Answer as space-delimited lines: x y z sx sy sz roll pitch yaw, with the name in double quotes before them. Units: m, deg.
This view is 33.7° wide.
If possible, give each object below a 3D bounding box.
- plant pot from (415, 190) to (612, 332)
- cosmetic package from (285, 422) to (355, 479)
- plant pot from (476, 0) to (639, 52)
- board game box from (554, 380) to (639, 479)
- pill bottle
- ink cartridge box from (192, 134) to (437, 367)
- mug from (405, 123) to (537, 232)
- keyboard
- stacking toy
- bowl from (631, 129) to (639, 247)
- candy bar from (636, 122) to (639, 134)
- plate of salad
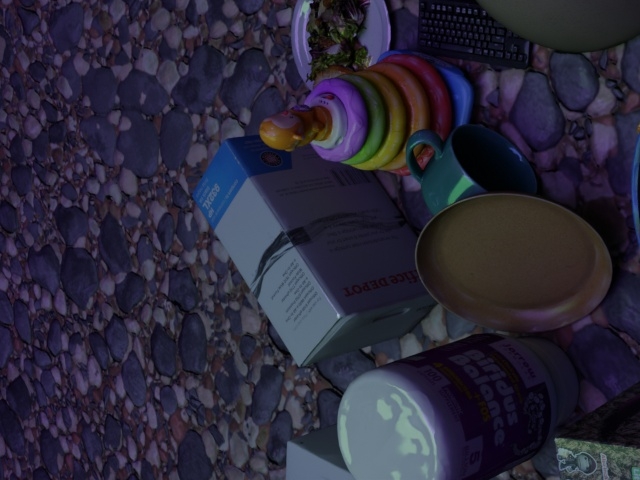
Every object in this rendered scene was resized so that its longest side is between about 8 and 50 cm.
"plant pot" 0.235 0.023 1.288 0.236 0.032 0.236 10 135 10
"cosmetic package" 0.067 0.416 1.547 0.224 0.138 0.224 18 109 42
"plant pot" 0.250 -0.354 1.155 0.284 0.191 0.284 5 98 41
"board game box" 0.428 0.241 1.069 0.291 0.232 0.141 -1 102 45
"pill bottle" 0.178 0.204 1.273 0.169 0.302 0.169 12 107 44
"ink cartridge box" 0.000 0.000 1.471 0.307 0.223 0.129 56 132 22
"mug" 0.183 -0.077 1.332 0.157 0.129 0.097 48 132 12
"keyboard" 0.198 -0.285 1.359 0.180 0.023 0.108 19 111 41
"stacking toy" 0.039 -0.153 1.345 0.175 0.302 0.165 30 119 39
"bowl" 0.460 -0.031 1.027 0.391 0.077 0.391 34 130 53
"candy bar" 0.394 -0.189 1.179 0.040 0.018 0.161 28 117 35
"plate of salad" 0.020 -0.296 1.520 0.200 0.048 0.199 11 106 45
